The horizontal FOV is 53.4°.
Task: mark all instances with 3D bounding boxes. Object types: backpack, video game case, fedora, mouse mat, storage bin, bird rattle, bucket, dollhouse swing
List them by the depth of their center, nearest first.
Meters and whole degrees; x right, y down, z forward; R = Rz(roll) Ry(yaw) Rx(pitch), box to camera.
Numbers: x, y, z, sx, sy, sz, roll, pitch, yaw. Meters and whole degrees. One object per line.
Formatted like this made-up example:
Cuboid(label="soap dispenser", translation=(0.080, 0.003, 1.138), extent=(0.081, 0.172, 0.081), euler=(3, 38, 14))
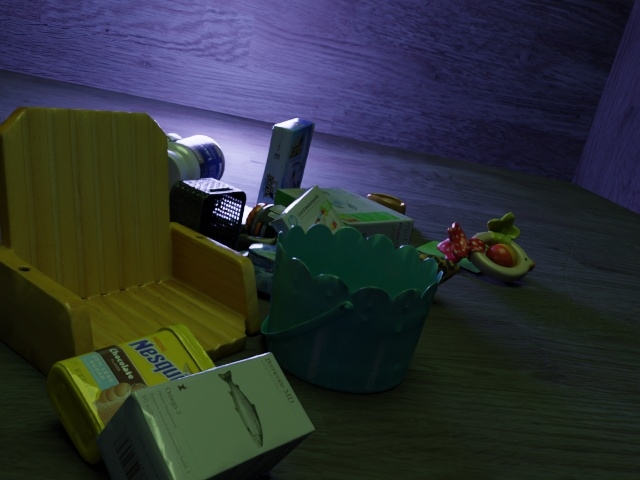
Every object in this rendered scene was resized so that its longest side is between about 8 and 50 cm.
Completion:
Cuboid(label="dollhouse swing", translation=(-0.269, -0.011, 0.938), extent=(0.315, 0.305, 0.347), euler=(23, 19, 30))
Cuboid(label="bucket", translation=(0.043, 0.101, 1.015), extent=(0.281, 0.183, 0.281), euler=(12, 17, -4))
Cuboid(label="storage bin", translation=(-0.221, -0.018, 1.196), extent=(0.084, 0.180, 0.122), euler=(22, 19, 29))
Cuboid(label="backpack", translation=(-0.111, 0.052, 1.223), extent=(0.114, 0.084, 0.105), euler=(13, 14, 11))
Cuboid(label="bird rattle", translation=(0.442, 0.023, 1.644), extent=(0.253, 0.143, 0.207), euler=(-8, 44, -42))
Cuboid(label="mouse mat", translation=(0.365, 0.043, 1.729), extent=(0.190, 0.007, 0.152), euler=(22, 19, 27))
Cuboid(label="video game case", translation=(-0.094, -0.206, 1.770), extent=(0.061, 0.244, 0.269), euler=(16, 18, 8))
Cuboid(label="fedora", translation=(0.192, -0.092, 1.901), extent=(0.194, 0.079, 0.194), euler=(11, 17, -4))

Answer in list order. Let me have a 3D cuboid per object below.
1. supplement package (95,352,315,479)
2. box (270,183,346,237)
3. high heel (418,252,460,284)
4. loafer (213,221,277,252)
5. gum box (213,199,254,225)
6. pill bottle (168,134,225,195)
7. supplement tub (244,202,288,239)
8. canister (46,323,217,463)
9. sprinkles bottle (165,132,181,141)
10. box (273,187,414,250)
Cuboid(label="supplement package", translation=(-0.116, 0.202, 0.659), extent=(0.179, 0.105, 0.105), euler=(-7, 56, -48))
Cuboid(label="box", translation=(0.000, 0.000, 1.268), extent=(0.038, 0.186, 0.145), euler=(-25, 16, 41))
Cuboid(label="high heel", translation=(0.183, 0.093, 1.271), extent=(0.261, 0.093, 0.186), euler=(-7, 15, -10))
Cuboid(label="loafer", translation=(-0.176, -0.003, 1.324), extent=(0.220, 0.078, 0.080), euler=(19, -6, 3))
Cuboid(label="gum box", translation=(-0.224, -0.055, 1.544), extent=(0.184, 0.041, 0.157), euler=(15, 17, 8))
Cuboid(label="pill bottle", translation=(-0.367, -0.190, 1.678), extent=(0.153, 0.153, 0.264), euler=(16, 18, 9))
Cuboid(label="supplement tub", translation=(-0.070, -0.009, 1.387), extent=(0.190, 0.117, 0.117), euler=(25, 21, 35))
Cuboid(label="canister", translation=(-0.213, 0.174, 0.745), extent=(0.170, 0.073, 0.126), euler=(-12, 54, -50))
Cuboid(label="sprinkles bottle", translation=(-0.533, -0.233, 1.745), extent=(0.121, 0.121, 0.355), euler=(23, 20, 29))
Cuboid(label="box", translation=(0.048, -0.030, 1.533), extent=(0.231, 0.126, 0.262), euler=(-5, 24, -41))
